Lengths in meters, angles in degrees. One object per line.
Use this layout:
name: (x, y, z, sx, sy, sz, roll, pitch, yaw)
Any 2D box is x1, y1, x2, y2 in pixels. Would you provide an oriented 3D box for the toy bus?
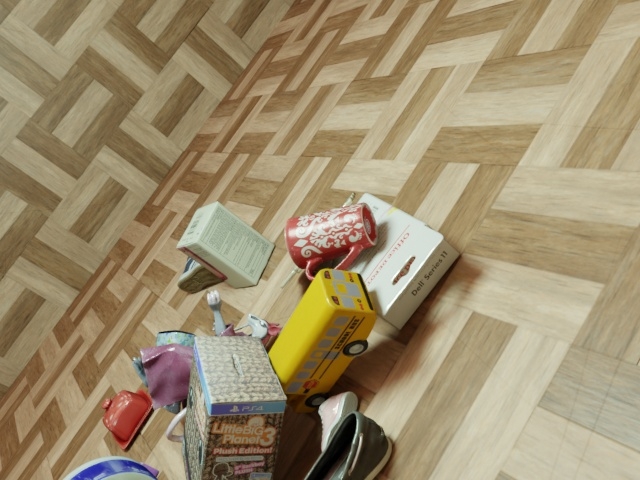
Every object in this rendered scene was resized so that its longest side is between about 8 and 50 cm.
toy bus: (-0.007, 0.208, 1.267, 0.333, 0.130, 0.108, -59, 35, 35)

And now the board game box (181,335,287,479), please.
board game box: (-0.182, 0.374, 1.283, 0.232, 0.141, 0.291, -130, 46, -62)

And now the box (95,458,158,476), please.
box: (-0.558, 0.686, 1.691, 0.293, 0.057, 0.201, -18, 41, 46)

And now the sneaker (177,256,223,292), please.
sneaker: (-0.363, 0.065, 2.107, 0.282, 0.099, 0.153, -25, 39, 44)

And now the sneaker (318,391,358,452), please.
sneaker: (0.023, 0.358, 1.244, 0.070, 0.051, 0.134, -20, 37, 47)

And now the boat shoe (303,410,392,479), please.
boat shoe: (-0.009, 0.437, 1.086, 0.335, 0.095, 0.112, -49, 27, -22)

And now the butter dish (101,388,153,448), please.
butter dish: (-0.587, 0.502, 1.889, 0.160, 0.118, 0.160, 10, 64, 58)

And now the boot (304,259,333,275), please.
boot: (0.014, 0.044, 1.397, 0.118, 0.042, 0.087, 8, 57, 52)

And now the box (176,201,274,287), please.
box: (-0.277, 0.017, 1.894, 0.126, 0.232, 0.149, -13, 45, 49)

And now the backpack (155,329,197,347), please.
backpack: (-0.420, 0.310, 1.897, 0.114, 0.105, 0.084, -17, 65, 45)

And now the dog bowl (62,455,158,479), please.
dog bowl: (-0.464, 0.620, 1.411, 0.104, 0.265, 0.265, 4, 59, 54)

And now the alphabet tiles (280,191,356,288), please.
alphabet tiles: (0.000, 0.000, 1.598, 0.278, 0.021, 0.284, -52, 1, 12)

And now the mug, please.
mug: (0.030, 0.004, 1.332, 0.169, 0.150, 0.113, -16, -2, 21)

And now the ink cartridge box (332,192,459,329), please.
ink cartridge box: (0.146, 0.046, 1.361, 0.207, 0.119, 0.353, -52, 27, 1)

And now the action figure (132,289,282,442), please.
action figure: (-0.260, 0.299, 1.580, 0.370, 0.248, 0.276, -22, 68, 3)
